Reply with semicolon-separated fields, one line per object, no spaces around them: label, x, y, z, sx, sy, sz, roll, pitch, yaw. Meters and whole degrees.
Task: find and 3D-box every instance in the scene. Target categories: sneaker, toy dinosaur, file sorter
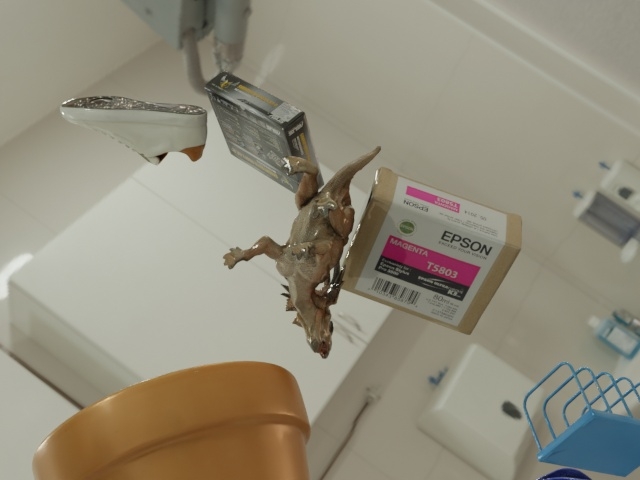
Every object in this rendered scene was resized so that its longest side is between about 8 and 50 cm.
sneaker;-0.361;-0.204;1.483;0.106;0.290;0.123;-64;-19;-62
toy dinosaur;0.000;0.000;1.097;0.200;0.127;0.296;31;-93;-57
file sorter;0.397;0.256;1.114;0.118;0.170;0.104;-56;30;34

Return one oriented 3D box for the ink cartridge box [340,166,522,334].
ink cartridge box;0.162;0.020;1.188;0.088;0.234;0.193;-71;1;-52

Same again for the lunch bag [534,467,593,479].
lunch bag;0.594;0.659;1.615;0.239;0.328;0.385;-50;8;-21

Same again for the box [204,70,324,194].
box;-0.104;-0.198;1.453;0.056;0.231;0.183;-42;-38;-20

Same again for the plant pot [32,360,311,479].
plant pot;-0.125;0.283;0.792;0.291;0.203;0.291;-19;-30;-11
